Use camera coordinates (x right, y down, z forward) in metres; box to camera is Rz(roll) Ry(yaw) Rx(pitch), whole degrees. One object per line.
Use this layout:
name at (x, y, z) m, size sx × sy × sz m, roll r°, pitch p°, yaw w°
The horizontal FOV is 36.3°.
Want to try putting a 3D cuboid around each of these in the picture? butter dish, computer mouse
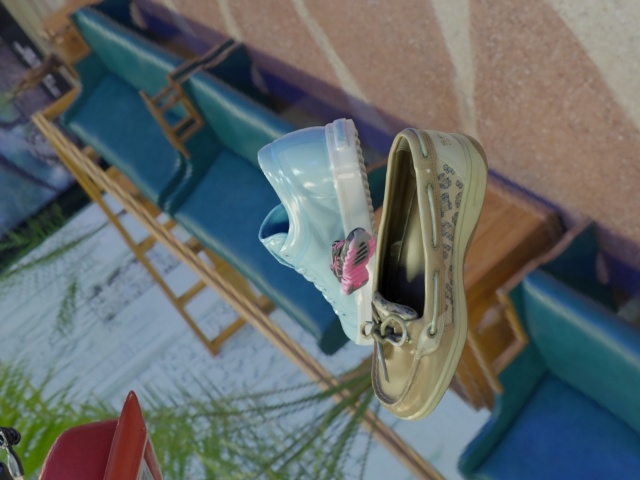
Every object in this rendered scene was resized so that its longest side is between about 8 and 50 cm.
butter dish at (-0.206, 0.232, 0.843) m, size 0.159 × 0.118 × 0.160 m, roll -84°, pitch -8°, yaw -45°
computer mouse at (-0.587, 0.463, 1.847) m, size 0.184 × 0.060 × 0.261 m, roll -7°, pitch 92°, yaw 47°

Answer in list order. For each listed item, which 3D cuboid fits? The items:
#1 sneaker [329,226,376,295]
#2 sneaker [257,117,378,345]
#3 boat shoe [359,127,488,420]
sneaker at (0.032, 0.016, 1.177) m, size 0.057 × 0.047 × 0.119 m, roll 52°, pitch 155°, yaw 25°
sneaker at (0.000, 0.000, 1.295) m, size 0.135 × 0.150 × 0.365 m, roll -89°, pitch -10°, yaw -52°
boat shoe at (0.084, 0.034, 0.940) m, size 0.089 × 0.285 × 0.105 m, roll 4°, pitch -174°, yaw -38°
